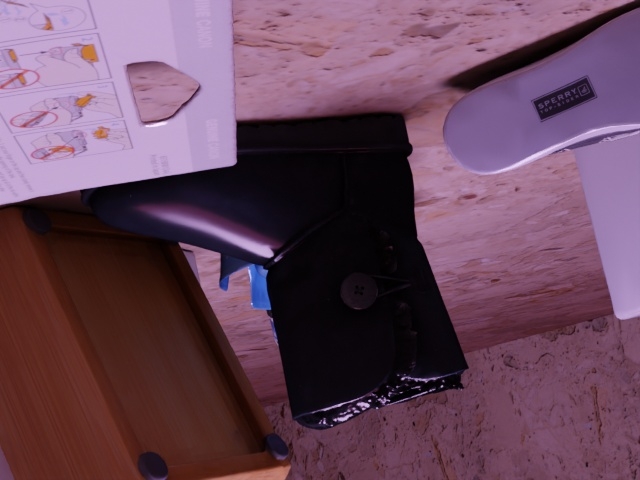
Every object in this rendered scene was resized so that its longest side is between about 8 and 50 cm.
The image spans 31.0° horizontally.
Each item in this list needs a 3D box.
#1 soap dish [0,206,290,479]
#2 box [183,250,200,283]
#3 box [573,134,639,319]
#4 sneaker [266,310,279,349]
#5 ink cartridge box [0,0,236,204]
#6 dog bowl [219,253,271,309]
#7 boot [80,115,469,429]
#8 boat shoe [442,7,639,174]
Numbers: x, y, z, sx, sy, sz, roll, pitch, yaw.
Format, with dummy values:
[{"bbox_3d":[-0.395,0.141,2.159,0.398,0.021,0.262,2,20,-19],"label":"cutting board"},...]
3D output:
[{"bbox_3d":[-0.161,0.106,0.903,0.118,0.290,0.229,-39,157,23],"label":"soap dish"},{"bbox_3d":[-0.172,0.067,1.104,0.101,0.102,0.087,-16,170,16],"label":"box"},{"bbox_3d":[0.401,-0.064,0.877,0.345,0.168,0.215,-11,169,-9],"label":"box"},{"bbox_3d":[-0.026,0.124,1.593,0.080,0.081,0.211,-11,167,5],"label":"sneaker"},{"bbox_3d":[-0.161,-0.077,0.517,0.239,0.060,0.275,-11,168,-6],"label":"ink cartridge box"},{"bbox_3d":[0.000,0.000,1.026,0.166,0.074,0.297,-13,169,6],"label":"dog bowl"},{"bbox_3d":[-0.029,0.029,0.793,0.247,0.207,0.094,-8,168,-17],"label":"boot"},{"bbox_3d":[0.191,-0.099,0.745,0.229,0.080,0.076,-22,-178,31],"label":"boat shoe"}]
